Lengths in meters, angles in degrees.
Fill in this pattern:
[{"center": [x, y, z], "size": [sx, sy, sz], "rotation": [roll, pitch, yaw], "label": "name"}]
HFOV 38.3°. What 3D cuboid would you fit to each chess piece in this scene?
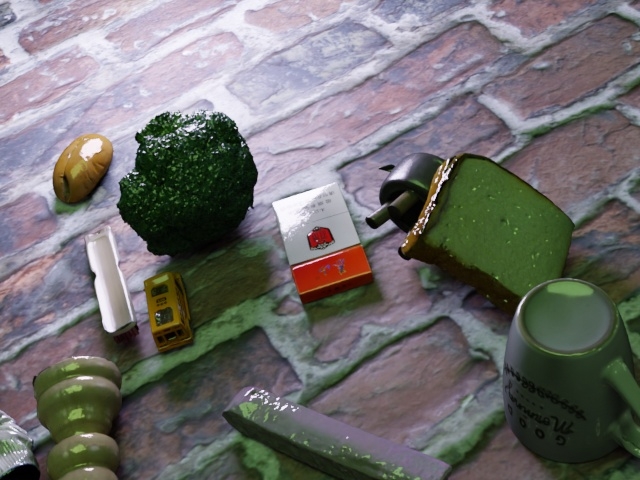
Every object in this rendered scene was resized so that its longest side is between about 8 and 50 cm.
[{"center": [-0.371, 0.324, 1.434], "size": [0.143, 0.143, 0.261], "rotation": [-16, 54, 1], "label": "chess piece"}]

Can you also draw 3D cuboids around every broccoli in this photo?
[{"center": [-0.250, -0.115, 1.731], "size": [0.245, 0.265, 0.294], "rotation": [-17, 38, 57], "label": "broccoli"}]

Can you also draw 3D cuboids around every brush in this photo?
[{"center": [-0.388, 0.078, 1.713], "size": [0.060, 0.050, 0.321], "rotation": [-25, 39, -4], "label": "brush"}]

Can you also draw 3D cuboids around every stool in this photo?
[{"center": [0.191, -0.051, 1.588], "size": [0.228, 0.153, 0.139], "rotation": [21, 57, 31], "label": "stool"}]

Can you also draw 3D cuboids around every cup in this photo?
[{"center": [0.371, 0.192, 1.266], "size": [0.186, 0.234, 0.258], "rotation": [-39, 52, -19], "label": "cup"}]

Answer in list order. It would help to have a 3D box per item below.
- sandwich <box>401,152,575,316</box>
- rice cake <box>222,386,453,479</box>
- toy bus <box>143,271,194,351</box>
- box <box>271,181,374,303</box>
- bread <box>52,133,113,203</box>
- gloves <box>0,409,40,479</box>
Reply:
[{"center": [0.275, -0.009, 1.490], "size": [0.251, 0.087, 0.226], "rotation": [32, 61, -10], "label": "sandwich"}, {"center": [0.024, 0.306, 1.372], "size": [0.399, 0.064, 0.070], "rotation": [17, 49, 28], "label": "rice cake"}, {"center": [-0.272, 0.113, 1.623], "size": [0.069, 0.074, 0.162], "rotation": [-19, 48, 0], "label": "toy bus"}, {"center": [0.000, 0.000, 1.678], "size": [0.139, 0.035, 0.245], "rotation": [-17, 46, 0], "label": "box"}, {"center": [-0.505, -0.162, 1.943], "size": [0.114, 0.077, 0.189], "rotation": [5, 47, 14], "label": "bread"}, {"center": [-0.534, 0.333, 1.483], "size": [0.119, 0.097, 0.229], "rotation": [-37, 54, -24], "label": "gloves"}]
